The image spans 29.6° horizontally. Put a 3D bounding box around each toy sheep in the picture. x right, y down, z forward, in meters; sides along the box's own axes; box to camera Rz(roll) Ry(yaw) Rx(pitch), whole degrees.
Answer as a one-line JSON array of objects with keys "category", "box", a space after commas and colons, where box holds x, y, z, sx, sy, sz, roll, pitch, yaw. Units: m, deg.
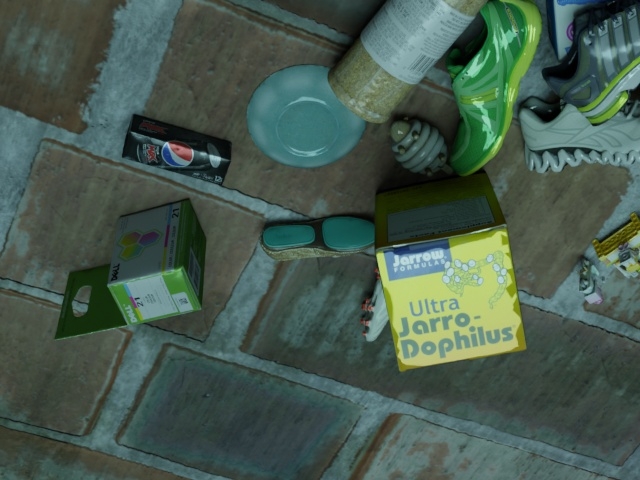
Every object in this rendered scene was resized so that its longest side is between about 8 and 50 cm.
[{"category": "toy sheep", "box": [0.162, -0.146, 1.944, 0.091, 0.091, 0.132, -40, 110, 24]}]

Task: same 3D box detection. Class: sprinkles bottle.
[{"category": "sprinkles bottle", "box": [0.157, -0.334, 1.783, 0.121, 0.121, 0.355, 29, 120, -22]}]

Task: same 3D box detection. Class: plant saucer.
[{"category": "plant saucer", "box": [-0.021, -0.187, 1.939, 0.194, 0.037, 0.195, -1, 127, -1]}]

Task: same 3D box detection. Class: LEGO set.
[{"category": "LEGO set", "box": [0.580, 0.025, 2.061, 0.287, 0.132, 0.107, -21, 134, 40]}]

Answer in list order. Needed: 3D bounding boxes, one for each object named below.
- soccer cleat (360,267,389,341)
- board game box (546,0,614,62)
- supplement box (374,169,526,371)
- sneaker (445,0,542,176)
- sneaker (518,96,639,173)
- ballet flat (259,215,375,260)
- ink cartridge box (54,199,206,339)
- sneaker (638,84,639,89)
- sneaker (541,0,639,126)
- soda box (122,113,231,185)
[{"category": "soccer cleat", "box": [0.123, 0.103, 2.144, 0.076, 0.068, 0.196, 8, 123, -12]}, {"category": "board game box", "box": [0.474, -0.432, 1.745, 0.301, 0.086, 0.308, -10, 126, 5]}, {"category": "supplement box", "box": [0.195, 0.037, 1.891, 0.194, 0.356, 0.195, -11, 105, 6]}, {"category": "sneaker", "box": [0.245, -0.243, 1.874, 0.123, 0.109, 0.296, 11, 116, -8]}, {"category": "sneaker", "box": [0.436, -0.181, 1.874, 0.292, 0.110, 0.118, -6, 116, 36]}, {"category": "ballet flat", "box": [0.000, 0.000, 2.072, 0.206, 0.073, 0.067, 0, 154, 1]}, {"category": "ink cartridge box", "box": [-0.326, 0.051, 2.008, 0.255, 0.189, 0.097, -13, 127, 8]}, {"category": "sneaker", "box": [0.593, -0.292, 1.717, 0.112, 0.131, 0.319, 32, 119, -23]}, {"category": "sneaker", "box": [0.429, -0.303, 1.722, 0.121, 0.111, 0.300, 23, 120, -14]}, {"category": "soda box", "box": [-0.229, -0.145, 1.947, 0.168, 0.060, 0.053, 15, 124, -13]}]
